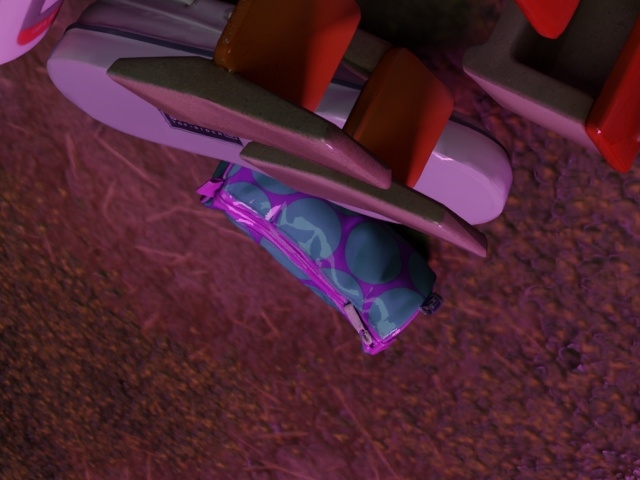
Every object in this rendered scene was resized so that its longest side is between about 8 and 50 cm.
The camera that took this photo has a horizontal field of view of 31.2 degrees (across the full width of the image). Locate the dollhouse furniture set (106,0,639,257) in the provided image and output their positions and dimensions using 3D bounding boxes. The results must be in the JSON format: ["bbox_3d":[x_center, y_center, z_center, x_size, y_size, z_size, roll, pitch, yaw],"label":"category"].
[{"bbox_3d":[0.093,-0.116,0.414,0.135,0.262,0.259,24,177,35],"label":"dollhouse furniture set"}]

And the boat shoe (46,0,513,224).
[{"bbox_3d":[-0.017,-0.084,0.614,0.267,0.088,0.096,16,157,25],"label":"boat shoe"}]

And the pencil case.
[{"bbox_3d":[0.000,0.000,0.686,0.152,0.070,0.064,42,135,-7],"label":"pencil case"}]

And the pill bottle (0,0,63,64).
[{"bbox_3d":[-0.158,-0.225,0.522,0.161,0.161,0.283,37,135,-3],"label":"pill bottle"}]
